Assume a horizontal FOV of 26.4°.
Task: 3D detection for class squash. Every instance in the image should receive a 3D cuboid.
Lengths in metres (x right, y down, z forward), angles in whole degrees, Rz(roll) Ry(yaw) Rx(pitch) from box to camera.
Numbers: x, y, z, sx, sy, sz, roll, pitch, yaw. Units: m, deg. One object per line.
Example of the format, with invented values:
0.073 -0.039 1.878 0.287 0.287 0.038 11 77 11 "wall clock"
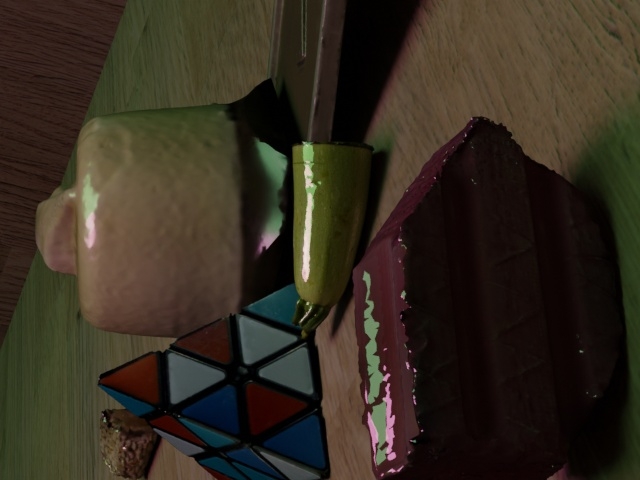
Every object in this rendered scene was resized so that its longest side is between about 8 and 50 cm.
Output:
0.000 0.000 1.520 0.094 0.094 0.224 -176 94 -69 "squash"

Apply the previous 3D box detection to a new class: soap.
0.123 0.042 1.034 0.112 0.182 0.289 132 141 -54 "soap"

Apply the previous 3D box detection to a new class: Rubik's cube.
-0.062 0.238 1.542 0.234 0.284 0.250 29 131 48 "Rubik's cube"

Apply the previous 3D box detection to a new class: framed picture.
-0.019 -0.269 1.652 0.326 0.028 0.446 -108 21 -56 "framed picture"

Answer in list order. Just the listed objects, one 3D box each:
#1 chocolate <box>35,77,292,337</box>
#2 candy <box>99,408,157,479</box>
-0.203 -0.034 1.729 0.314 0.297 0.326 -106 28 -54 "chocolate"
-0.296 0.307 2.092 0.095 0.085 0.110 -134 50 -59 "candy"
